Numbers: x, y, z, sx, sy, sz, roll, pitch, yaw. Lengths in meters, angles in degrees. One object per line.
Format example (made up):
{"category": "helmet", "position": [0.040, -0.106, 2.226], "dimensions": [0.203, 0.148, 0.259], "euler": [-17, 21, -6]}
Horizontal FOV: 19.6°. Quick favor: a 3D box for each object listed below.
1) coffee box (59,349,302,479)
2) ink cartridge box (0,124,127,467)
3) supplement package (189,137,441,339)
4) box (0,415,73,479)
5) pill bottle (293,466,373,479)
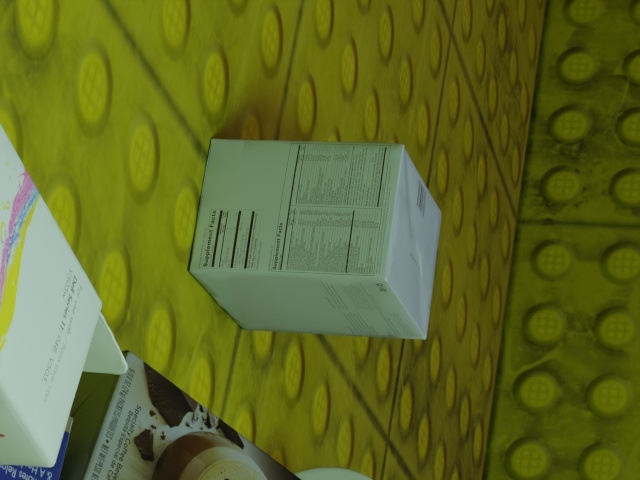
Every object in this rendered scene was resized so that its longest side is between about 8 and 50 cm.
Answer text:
{"category": "coffee box", "position": [-0.106, 0.247, 1.495], "dimensions": [0.297, 0.119, 0.168], "euler": [40, 46, -28]}
{"category": "ink cartridge box", "position": [-0.258, 0.025, 1.035], "dimensions": [0.353, 0.207, 0.119], "euler": [68, 28, -53]}
{"category": "supplement package", "position": [0.000, 0.000, 1.890], "dimensions": [0.194, 0.203, 0.149], "euler": [55, 40, -65]}
{"category": "box", "position": [-0.253, 0.207, 1.306], "dimensions": [0.136, 0.036, 0.225], "euler": [36, 57, -45]}
{"category": "pill bottle", "position": [0.029, 0.427, 2.046], "dimensions": [0.361, 0.204, 0.204], "euler": [76, 24, -45]}
